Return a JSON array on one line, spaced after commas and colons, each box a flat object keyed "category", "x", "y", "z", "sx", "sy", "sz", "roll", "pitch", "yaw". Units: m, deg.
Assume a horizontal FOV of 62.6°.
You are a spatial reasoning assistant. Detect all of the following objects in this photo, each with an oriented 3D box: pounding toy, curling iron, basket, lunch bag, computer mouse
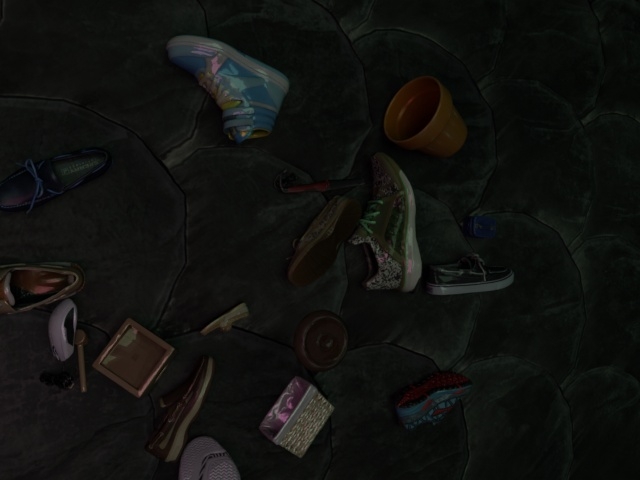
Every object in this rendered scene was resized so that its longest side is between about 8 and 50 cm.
[{"category": "pounding toy", "x": -0.460, "y": 0.266, "z": 1.186, "sx": 0.206, "sy": 0.094, "sz": 0.181, "roll": 33, "pitch": 74, "yaw": 3}, {"category": "curling iron", "x": 0.004, "y": -0.163, "z": 1.445, "sx": 0.273, "sy": 0.035, "sz": 0.068, "roll": -2, "pitch": 88, "yaw": -25}, {"category": "basket", "x": -0.057, "y": 0.451, "z": 1.345, "sx": 0.103, "sy": 0.113, "sz": 0.167, "roll": 43, "pitch": 72, "yaw": -19}, {"category": "lunch bag", "x": 0.497, "y": -0.043, "z": 1.648, "sx": 0.098, "sy": 0.065, "sz": 0.067, "roll": 5, "pitch": 85, "yaw": -25}, {"category": "computer mouse", "x": -0.562, "y": 0.221, "z": 1.128, "sx": 0.042, "sy": 0.105, "sz": 0.193, "roll": 5, "pitch": 86, "yaw": -51}]

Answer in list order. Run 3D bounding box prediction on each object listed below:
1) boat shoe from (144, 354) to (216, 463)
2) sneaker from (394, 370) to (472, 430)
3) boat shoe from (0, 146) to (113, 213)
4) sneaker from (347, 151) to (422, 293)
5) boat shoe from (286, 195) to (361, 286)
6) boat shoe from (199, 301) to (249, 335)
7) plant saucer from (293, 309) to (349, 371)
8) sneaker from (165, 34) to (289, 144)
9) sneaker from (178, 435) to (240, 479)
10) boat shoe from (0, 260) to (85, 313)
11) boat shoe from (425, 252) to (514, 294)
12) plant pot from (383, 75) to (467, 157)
[{"category": "boat shoe", "x": -0.332, "y": 0.386, "z": 1.234, "sx": 0.095, "sy": 0.095, "sz": 0.258, "roll": 25, "pitch": 78, "yaw": -15}, {"category": "sneaker", "x": 0.330, "y": 0.472, "z": 1.545, "sx": 0.261, "sy": 0.104, "sz": 0.125, "roll": -14, "pitch": 111, "yaw": -20}, {"category": "boat shoe", "x": -0.585, "y": -0.148, "z": 1.145, "sx": 0.258, "sy": 0.089, "sz": 0.109, "roll": -36, "pitch": 102, "yaw": -22}, {"category": "sneaker", "x": 0.162, "y": -0.042, "z": 1.459, "sx": 0.181, "sy": 0.158, "sz": 0.411, "roll": -9, "pitch": 89, "yaw": -16}, {"category": "boat shoe", "x": 0.000, "y": 0.000, "z": 1.418, "sx": 0.285, "sy": 0.089, "sz": 0.105, "roll": -50, "pitch": 132, "yaw": -16}, {"category": "boat shoe", "x": -0.235, "y": 0.203, "z": 1.309, "sx": 0.135, "sy": 0.050, "sz": 0.045, "roll": -31, "pitch": 95, "yaw": -23}, {"category": "plant saucer", "x": 0.009, "y": 0.275, "z": 1.430, "sx": 0.168, "sy": 0.029, "sz": 0.169, "roll": 1, "pitch": 88, "yaw": -25}, {"category": "sneaker", "x": -0.238, "y": -0.357, "z": 1.296, "sx": 0.318, "sy": 0.127, "sz": 0.209, "roll": 16, "pitch": 80, "yaw": -22}, {"category": "sneaker", "x": -0.238, "y": 0.661, "z": 1.245, "sx": 0.137, "sy": 0.210, "sz": 0.366, "roll": -18, "pitch": 61, "yaw": -25}, {"category": "boat shoe", "x": -0.653, "y": 0.098, "z": 1.093, "sx": 0.302, "sy": 0.103, "sz": 0.113, "roll": -15, "pitch": 93, "yaw": -24}, {"category": "boat shoe", "x": 0.458, "y": 0.092, "z": 1.599, "sx": 0.305, "sy": 0.113, "sz": 0.105, "roll": -4, "pitch": 104, "yaw": -16}, {"category": "plant pot", "x": 0.320, "y": -0.336, "z": 1.523, "sx": 0.187, "sy": 0.205, "sz": 0.205, "roll": 25, "pitch": 77, "yaw": -37}]
